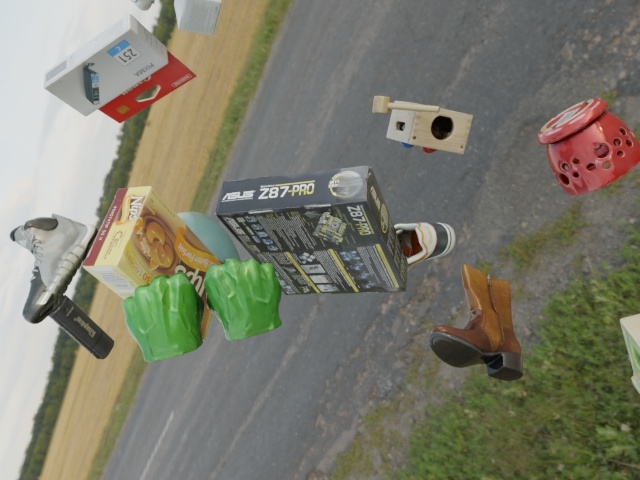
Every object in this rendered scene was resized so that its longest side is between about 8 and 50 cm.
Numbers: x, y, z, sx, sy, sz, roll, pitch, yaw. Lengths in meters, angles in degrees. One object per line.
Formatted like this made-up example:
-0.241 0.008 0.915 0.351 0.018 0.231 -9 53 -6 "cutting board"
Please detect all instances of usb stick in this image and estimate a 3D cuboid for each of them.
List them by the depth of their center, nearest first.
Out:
-0.712 0.262 1.709 0.045 0.278 0.077 12 55 30 "usb stick"

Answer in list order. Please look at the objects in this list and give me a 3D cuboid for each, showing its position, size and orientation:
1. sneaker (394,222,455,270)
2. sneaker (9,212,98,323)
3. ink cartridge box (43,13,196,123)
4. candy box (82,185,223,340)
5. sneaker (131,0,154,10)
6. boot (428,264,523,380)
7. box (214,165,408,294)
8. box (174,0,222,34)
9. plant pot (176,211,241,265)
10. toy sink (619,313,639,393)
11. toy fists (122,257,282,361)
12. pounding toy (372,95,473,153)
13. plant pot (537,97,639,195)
0.203 0.030 1.549 0.321 0.128 0.126 -34 61 46 "sneaker"
-0.514 0.039 1.039 0.086 0.132 0.228 -51 17 43 "sneaker"
-0.520 -0.420 1.511 0.297 0.261 0.066 -25 58 19 "ink cartridge box"
-0.320 0.057 1.169 0.316 0.088 0.182 59 -144 -50 "candy box"
-0.415 -0.614 1.375 0.232 0.091 0.115 35 127 56 "sneaker"
0.368 0.167 1.369 0.096 0.264 0.280 124 159 -48 "boot"
0.000 0.000 1.258 0.395 0.319 0.097 57 -144 -54 "box"
-0.295 -0.567 1.368 0.102 0.087 0.101 -55 43 50 "box"
-0.347 0.039 1.514 0.290 0.291 0.195 127 147 -45 "plant pot"
0.757 0.288 1.240 0.152 0.131 0.234 -63 -47 -69 "toy sink"
-0.209 0.112 1.032 0.096 0.280 0.142 -128 25 -78 "toy fists"
0.195 -0.231 1.166 0.181 0.206 0.094 -134 53 -68 "pounding toy"
0.623 -0.224 1.338 0.191 0.174 0.191 -34 9 6 "plant pot"
